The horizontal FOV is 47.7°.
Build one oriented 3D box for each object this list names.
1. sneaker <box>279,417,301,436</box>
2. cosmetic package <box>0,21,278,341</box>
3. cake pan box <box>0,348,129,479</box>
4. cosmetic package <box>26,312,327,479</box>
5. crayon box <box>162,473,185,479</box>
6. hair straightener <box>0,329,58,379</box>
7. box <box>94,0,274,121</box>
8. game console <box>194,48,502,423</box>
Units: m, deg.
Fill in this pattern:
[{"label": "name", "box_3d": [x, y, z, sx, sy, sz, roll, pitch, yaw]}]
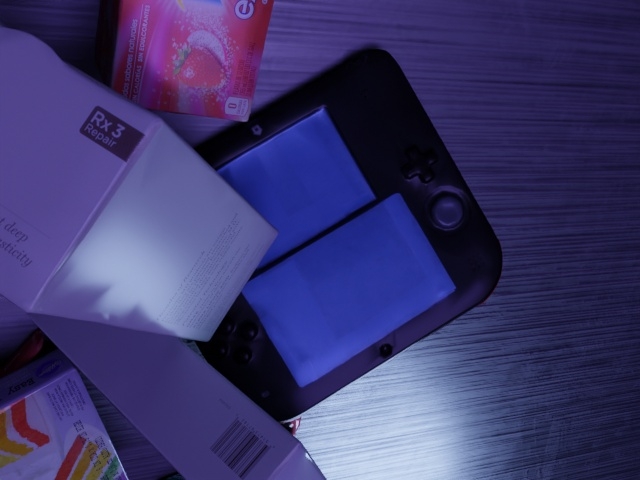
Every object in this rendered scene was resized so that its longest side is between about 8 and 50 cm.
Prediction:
[{"label": "sneaker", "box_3d": [-0.068, 0.138, 1.014, 0.115, 0.136, 0.314, 6, 104, 18]}, {"label": "cosmetic package", "box_3d": [-0.194, -0.035, 0.641, 0.156, 0.217, 0.385, -58, 166, -3]}, {"label": "cake pan box", "box_3d": [-0.376, 0.299, 0.887, 0.245, 0.070, 0.267, -26, 123, -25]}, {"label": "cosmetic package", "box_3d": [-0.133, 0.212, 0.811, 0.097, 0.377, 0.284, -47, 141, -17]}, {"label": "crayon box", "box_3d": [-0.146, 0.477, 1.175, 0.165, 0.081, 0.279, -18, 124, -14]}, {"label": "hair straightener", "box_3d": [-0.400, 0.222, 0.928, 0.230, 0.047, 0.089, -49, 127, 1]}, {"label": "box", "box_3d": [-0.125, -0.286, 0.697, 0.142, 0.154, 0.300, 3, 118, -25]}, {"label": "game console", "box_3d": [0.000, 0.000, 0.889, 0.386, 0.060, 0.342, -31, 98, -6]}]
